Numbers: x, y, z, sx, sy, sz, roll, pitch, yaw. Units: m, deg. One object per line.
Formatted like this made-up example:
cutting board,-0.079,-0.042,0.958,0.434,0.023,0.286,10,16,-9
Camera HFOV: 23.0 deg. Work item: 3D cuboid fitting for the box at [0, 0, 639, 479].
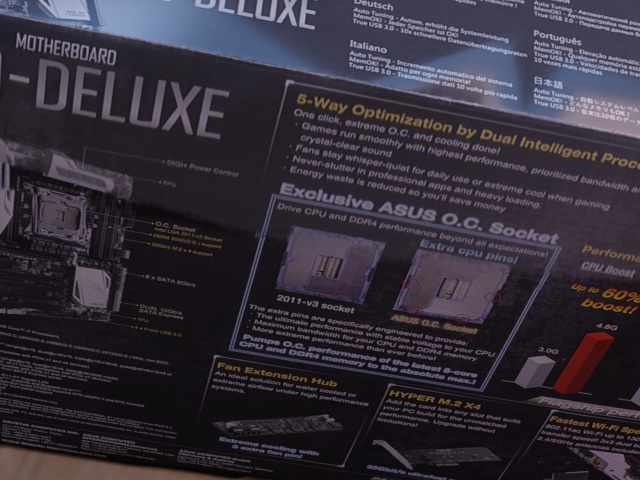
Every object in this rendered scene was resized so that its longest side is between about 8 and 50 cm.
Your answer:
box,0.000,0.000,0.534,0.307,0.242,0.076,10,54,-6
